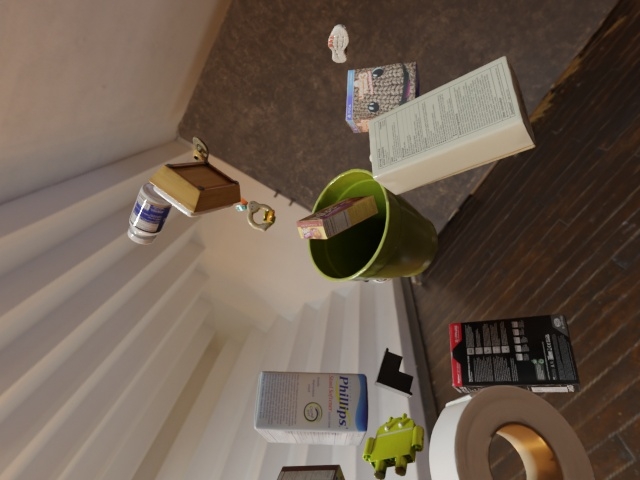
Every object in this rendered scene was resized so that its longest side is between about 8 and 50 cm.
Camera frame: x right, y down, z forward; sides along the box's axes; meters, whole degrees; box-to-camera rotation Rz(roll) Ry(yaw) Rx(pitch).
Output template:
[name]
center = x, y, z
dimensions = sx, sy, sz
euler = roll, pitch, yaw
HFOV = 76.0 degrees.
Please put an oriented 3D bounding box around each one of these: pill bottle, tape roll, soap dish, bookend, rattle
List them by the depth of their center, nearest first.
[tape roll]
center = 0.352, 0.424, 0.764
dimensions = 0.100, 0.286, 0.286
euler = 114, -178, -56
[soap dish]
center = -0.470, -0.210, 1.591
dimensions = 0.118, 0.229, 0.291
euler = -61, -15, 24
[bookend]
center = 0.331, 0.568, 1.759
dimensions = 0.072, 0.156, 0.157
euler = 91, -161, -61
[rattle]
center = -0.298, -0.139, 1.834
dimensions = 0.130, 0.200, 0.143
euler = -45, -6, 2
[pill bottle]
center = -0.785, -0.119, 1.884
dimensions = 0.264, 0.153, 0.153
euler = -56, 7, 26

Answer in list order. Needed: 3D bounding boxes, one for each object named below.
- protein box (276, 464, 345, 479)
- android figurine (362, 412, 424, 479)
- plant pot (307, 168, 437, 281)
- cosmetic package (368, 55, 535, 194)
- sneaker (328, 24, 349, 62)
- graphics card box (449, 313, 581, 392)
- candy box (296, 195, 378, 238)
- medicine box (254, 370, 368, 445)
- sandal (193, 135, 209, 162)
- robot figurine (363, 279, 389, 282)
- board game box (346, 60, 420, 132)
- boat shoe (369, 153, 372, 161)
[protein box]
center = -0.020, 0.817, 1.250
dimensions = 0.201, 0.199, 0.136
euler = -13, 13, 20
[android figurine]
center = 0.279, 0.764, 1.544
dimensions = 0.248, 0.056, 0.273
euler = -27, 12, 27
[plant pot]
center = 0.207, -0.015, 1.405
dimensions = 0.366, 0.353, 0.366
euler = -20, 63, 46
[cosmetic package]
center = 0.265, -0.229, 0.870
dimensions = 0.310, 0.113, 0.160
euler = -17, 64, 35
[sneaker]
center = 0.055, -0.609, 1.242
dimensions = 0.158, 0.061, 0.064
euler = 87, -174, -80
[graphics card box]
center = 0.631, 0.380, 1.363
dimensions = 0.371, 0.094, 0.232
euler = -14, 50, 29
[candy box]
center = 0.044, -0.060, 1.046
dimensions = 0.187, 0.053, 0.109
euler = -26, 16, -35
[medicine box]
center = -0.019, 0.478, 1.153
dimensions = 0.263, 0.290, 0.149
euler = 88, -177, -57
[sandal]
center = -0.528, -0.365, 1.785
dimensions = 0.049, 0.072, 0.180
euler = -51, -22, -46
[robot figurine]
center = 0.221, 0.064, 1.801
dimensions = 0.173, 0.278, 0.209
euler = -45, -14, -19
[board game box]
center = 0.270, -0.606, 1.750
dimensions = 0.141, 0.291, 0.232
euler = 24, -113, -69
[boat shoe]
center = 0.296, -0.297, 1.560
dimensions = 0.079, 0.233, 0.084
euler = 40, 121, 46
